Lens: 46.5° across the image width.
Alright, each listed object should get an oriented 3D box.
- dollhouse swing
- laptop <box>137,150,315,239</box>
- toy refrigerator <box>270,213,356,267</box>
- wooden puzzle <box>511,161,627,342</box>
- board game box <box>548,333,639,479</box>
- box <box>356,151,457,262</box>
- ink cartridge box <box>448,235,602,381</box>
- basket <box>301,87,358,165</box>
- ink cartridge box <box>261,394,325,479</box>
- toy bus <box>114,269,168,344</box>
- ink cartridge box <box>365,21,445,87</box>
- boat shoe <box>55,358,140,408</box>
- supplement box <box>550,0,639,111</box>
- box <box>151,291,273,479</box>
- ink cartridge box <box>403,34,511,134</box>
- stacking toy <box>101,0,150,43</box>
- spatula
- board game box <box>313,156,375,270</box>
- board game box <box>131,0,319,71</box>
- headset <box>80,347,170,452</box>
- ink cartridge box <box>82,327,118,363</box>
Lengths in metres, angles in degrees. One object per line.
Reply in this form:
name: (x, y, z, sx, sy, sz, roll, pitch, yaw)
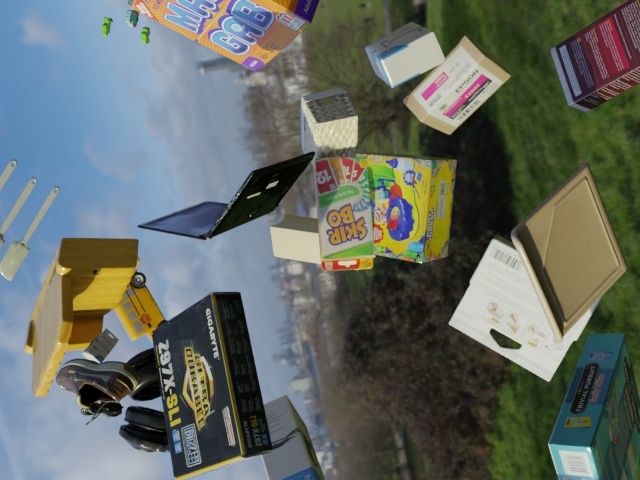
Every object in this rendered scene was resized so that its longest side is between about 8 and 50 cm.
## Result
dollhouse swing: (-0.623, 0.218, 2.011, 0.305, 0.315, 0.347, 56, 128, 33)
laptop: (-0.176, -0.097, 1.427, 0.136, 0.264, 0.234, 44, -150, 9)
toy refrigerator: (0.000, 0.000, 2.119, 0.094, 0.269, 0.102, -46, -43, -50)
wooden puzzle: (0.420, 0.018, 1.262, 0.044, 0.238, 0.221, 2, 127, 54)
board game box: (0.551, 0.383, 1.460, 0.336, 0.079, 0.254, -46, -57, -47)
box: (0.227, -0.105, 2.187, 0.177, 0.279, 0.290, -10, -74, -55)
ink cartridge box: (0.477, 0.157, 1.749, 0.239, 0.275, 0.060, -65, -17, 17)
basket: (0.022, -0.254, 1.745, 0.167, 0.113, 0.103, 90, 162, -48)
ink cartridge box: (-0.077, 0.625, 2.082, 0.223, 0.129, 0.307, 67, 178, -48)
toy bus: (-0.597, 0.208, 2.403, 0.333, 0.130, 0.108, 61, 158, 0)
ink cartridge box: (0.208, -0.472, 1.884, 0.086, 0.148, 0.203, 61, -177, -24)
boat shoe: (-0.521, 0.325, 1.671, 0.095, 0.257, 0.095, 53, -135, -28)
supplement box: (0.556, -0.352, 1.365, 0.239, 0.073, 0.130, -29, 65, 43)
box: (-0.228, 0.296, 1.501, 0.257, 0.079, 0.322, -32, 64, 45)
ink cartridge box: (0.362, -0.403, 1.966, 0.193, 0.234, 0.088, 5, -134, -56)
stacking toy: (-0.568, -0.718, 2.286, 0.052, 0.167, 0.221, 10, -84, -70)
spatula: (-0.698, -0.050, 1.672, 0.168, 0.019, 0.242, 40, -111, -43)
board game box: (0.054, -0.062, 1.707, 0.039, 0.124, 0.259, 144, 123, -79)
board game box: (-0.190, -0.687, 1.785, 0.356, 0.356, 0.356, -15, 54, 64)
headset: (-0.387, 0.378, 1.750, 0.185, 0.394, 0.243, 34, -132, -61)
ink cartridge box: (-0.545, 0.264, 1.852, 0.048, 0.028, 0.083, 49, -138, -17)
